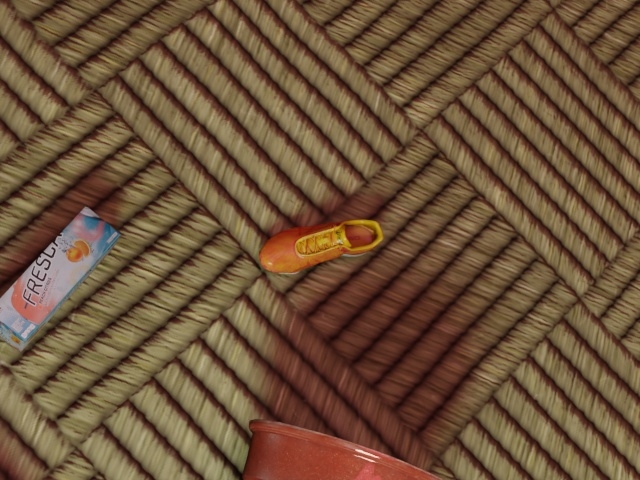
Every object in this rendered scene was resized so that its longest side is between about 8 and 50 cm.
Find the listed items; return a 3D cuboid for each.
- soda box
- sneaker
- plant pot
[{"bbox_3d":[-0.327,0.046,1.479,0.058,0.063,0.183,39,64,-3],"label":"soda box"},{"bbox_3d":[0.000,0.000,1.608,0.175,0.067,0.064,-16,79,-22],"label":"sneaker"},{"bbox_3d":[0.002,0.377,1.387,0.272,0.272,0.265,22,74,-11],"label":"plant pot"}]
